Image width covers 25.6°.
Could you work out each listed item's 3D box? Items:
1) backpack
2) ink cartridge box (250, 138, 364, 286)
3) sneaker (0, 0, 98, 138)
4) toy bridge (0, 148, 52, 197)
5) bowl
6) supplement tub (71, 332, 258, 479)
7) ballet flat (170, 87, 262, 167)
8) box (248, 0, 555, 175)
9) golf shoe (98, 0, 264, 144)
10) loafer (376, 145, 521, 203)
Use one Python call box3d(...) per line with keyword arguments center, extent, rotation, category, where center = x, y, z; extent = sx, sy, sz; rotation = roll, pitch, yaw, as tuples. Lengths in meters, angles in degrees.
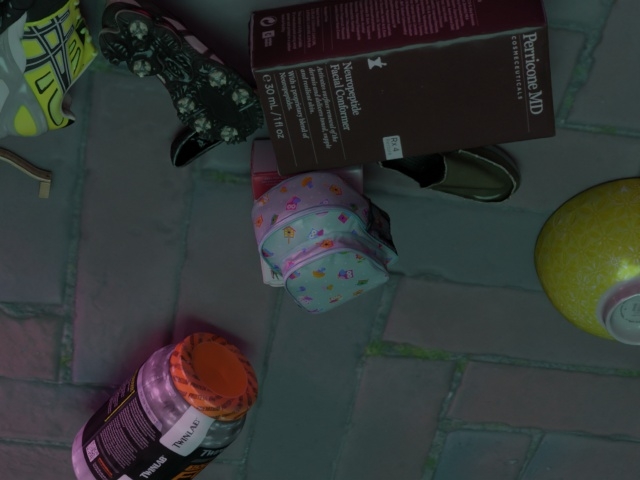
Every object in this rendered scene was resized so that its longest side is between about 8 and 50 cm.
box3d(center=(0.000, 0.000, 1.923), extent=(0.165, 0.144, 0.188), rotation=(-25, 133, 20), category="backpack")
box3d(center=(-0.014, -0.042, 2.049), extent=(0.158, 0.092, 0.218), rotation=(-3, 132, 1), category="ink cartridge box")
box3d(center=(-0.358, -0.292, 1.801), extent=(0.147, 0.145, 0.385), rotation=(-2, 140, -27), category="sneaker")
box3d(center=(-0.481, -0.106, 2.025), extent=(0.188, 0.026, 0.063), rotation=(10, 130, -10), category="toy bridge")
box3d(center=(0.474, 0.064, 2.116), extent=(0.289, 0.156, 0.289), rotation=(-1, 133, -1), category="bowl")
box3d(center=(-0.251, 0.298, 2.294), extent=(0.193, 0.194, 0.316), rotation=(27, 127, -24), category="supplement tub")
box3d(center=(-0.142, -0.155, 1.969), extent=(0.173, 0.049, 0.057), rotation=(-35, 125, 28), category="ballet flat")
box3d(center=(0.110, -0.218, 1.858), extent=(0.381, 0.143, 0.191), rotation=(-10, 132, 5), category="box")
box3d(center=(-0.174, -0.236, 1.852), extent=(0.105, 0.120, 0.273), rotation=(-34, 128, 20), category="golf shoe")
box3d(center=(0.172, -0.100, 2.001), extent=(0.251, 0.087, 0.094), rotation=(17, 130, -17), category="loafer")
